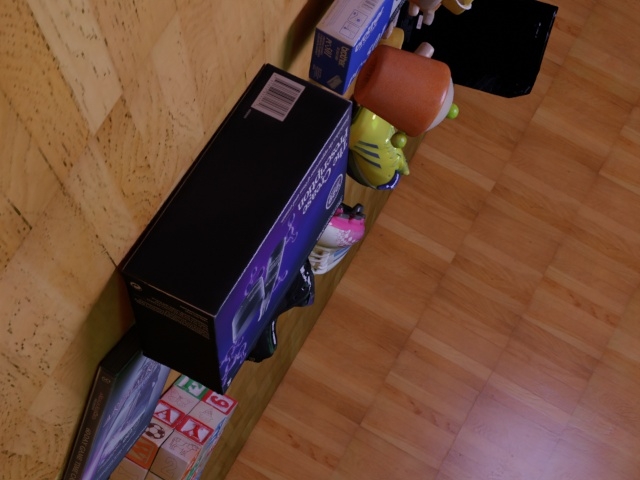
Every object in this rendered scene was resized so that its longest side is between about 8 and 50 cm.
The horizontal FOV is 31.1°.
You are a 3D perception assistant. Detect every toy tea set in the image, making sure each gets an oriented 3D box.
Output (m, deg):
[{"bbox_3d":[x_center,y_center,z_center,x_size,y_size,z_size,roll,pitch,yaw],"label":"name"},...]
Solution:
[{"bbox_3d":[0.154,-0.270,1.348,0.336,0.124,0.200,-54,-159,36],"label":"toy tea set"}]

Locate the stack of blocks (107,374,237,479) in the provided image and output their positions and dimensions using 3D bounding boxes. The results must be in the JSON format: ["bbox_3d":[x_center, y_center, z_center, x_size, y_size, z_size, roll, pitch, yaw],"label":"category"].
[{"bbox_3d":[-0.234,0.347,1.576,0.297,0.087,0.171,-64,173,26],"label":"stack of blocks"}]

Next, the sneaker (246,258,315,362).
[{"bbox_3d":[-0.046,0.018,1.431,0.283,0.124,0.107,-62,174,12],"label":"sneaker"}]

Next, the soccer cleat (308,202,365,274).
[{"bbox_3d":[0.000,0.000,1.762,0.143,0.116,0.331,-62,174,6],"label":"soccer cleat"}]

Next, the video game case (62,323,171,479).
[{"bbox_3d":[-0.212,0.174,1.265,0.196,0.026,0.274,-53,171,-51],"label":"video game case"}]

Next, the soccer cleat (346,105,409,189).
[{"bbox_3d":[0.093,-0.151,1.804,0.093,0.121,0.289,-59,173,-11],"label":"soccer cleat"}]

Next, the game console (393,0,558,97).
[{"bbox_3d":[0.228,-0.381,1.521,0.044,0.213,0.361,-42,149,-69],"label":"game console"}]

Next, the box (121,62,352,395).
[{"bbox_3d":[-0.073,-0.009,1.114,0.261,0.103,0.184,-59,169,-26],"label":"box"}]

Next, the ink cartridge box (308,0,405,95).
[{"bbox_3d":[0.060,-0.258,1.194,0.207,0.046,0.097,-58,173,-22],"label":"ink cartridge box"}]
